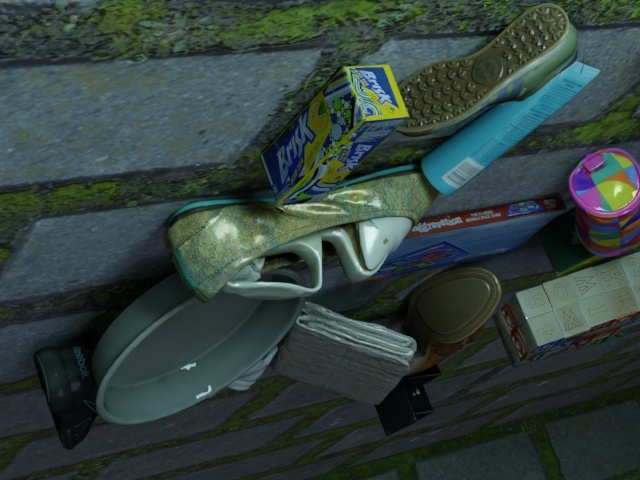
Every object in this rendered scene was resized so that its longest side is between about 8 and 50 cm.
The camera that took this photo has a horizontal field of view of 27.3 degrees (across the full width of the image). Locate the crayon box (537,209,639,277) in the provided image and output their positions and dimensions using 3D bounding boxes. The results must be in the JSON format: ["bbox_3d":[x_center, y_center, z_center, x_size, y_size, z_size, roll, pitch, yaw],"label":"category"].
[{"bbox_3d":[0.503,-0.043,1.934,0.319,0.081,0.202,-29,162,25],"label":"crayon box"}]

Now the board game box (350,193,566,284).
[{"bbox_3d":[0.184,-0.002,1.780,0.281,0.027,0.145,-10,158,-32],"label":"board game box"}]

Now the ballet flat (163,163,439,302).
[{"bbox_3d":[0.000,0.000,1.426,0.349,0.123,0.123,-11,160,-31],"label":"ballet flat"}]

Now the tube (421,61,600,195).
[{"bbox_3d":[0.200,-0.124,1.401,0.207,0.052,0.080,-37,162,28],"label":"tube"}]

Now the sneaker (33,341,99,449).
[{"bbox_3d":[-0.302,0.198,1.702,0.106,0.101,0.267,-19,163,-15],"label":"sneaker"}]

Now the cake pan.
[{"bbox_3d":[-0.151,0.113,1.586,0.293,0.054,0.293,-30,157,-15],"label":"cake pan"}]

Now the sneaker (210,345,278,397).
[{"bbox_3d":[-0.131,0.167,1.873,0.094,0.080,0.212,-39,165,17],"label":"sneaker"}]

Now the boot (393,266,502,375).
[{"bbox_3d":[0.224,0.120,2.081,0.220,0.109,0.283,-13,150,-50],"label":"boot"}]

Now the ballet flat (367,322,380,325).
[{"bbox_3d":[0.047,0.157,2.099,0.114,0.041,0.041,-24,163,10],"label":"ballet flat"}]

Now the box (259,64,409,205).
[{"bbox_3d":[0.010,-0.096,1.235,0.054,0.059,0.169,-7,158,-36],"label":"box"}]

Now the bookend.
[{"bbox_3d":[0.157,0.248,2.287,0.072,0.157,0.156,-33,159,35],"label":"bookend"}]

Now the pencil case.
[{"bbox_3d":[0.381,-0.048,1.752,0.104,0.104,0.236,-22,163,5],"label":"pencil case"}]

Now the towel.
[{"bbox_3d":[0.030,0.169,1.948,0.187,0.049,0.282,20,157,-4],"label":"towel"}]

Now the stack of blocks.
[{"bbox_3d":[0.416,0.098,1.975,0.297,0.087,0.171,-17,163,-15],"label":"stack of blocks"}]

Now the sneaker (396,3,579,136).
[{"bbox_3d":[0.161,-0.147,1.246,0.192,0.064,0.086,-30,156,18],"label":"sneaker"}]
